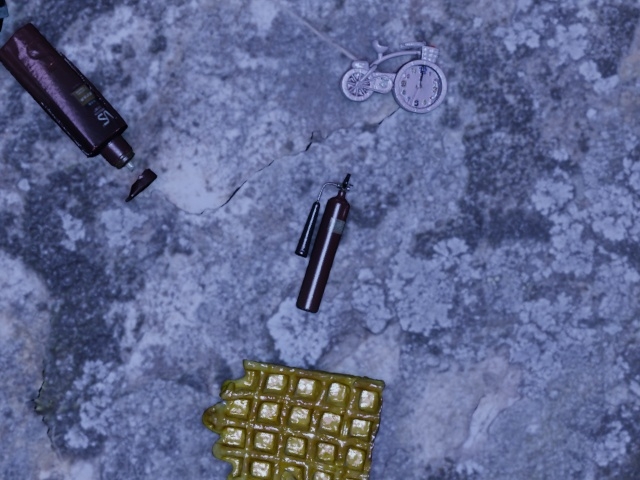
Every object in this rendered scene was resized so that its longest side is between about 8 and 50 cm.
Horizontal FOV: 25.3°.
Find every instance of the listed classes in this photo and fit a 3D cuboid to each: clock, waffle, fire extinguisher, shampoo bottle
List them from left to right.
[{"bbox_3d":[-0.285,-0.151,1.694,0.068,0.067,0.236,-44,92,-9],"label":"shampoo bottle"},{"bbox_3d":[-0.038,0.230,1.711,0.210,0.055,0.160,9,90,-2],"label":"waffle"},{"bbox_3d":[0.000,0.000,1.724,0.049,0.035,0.173,18,91,37],"label":"fire extinguisher"},{"bbox_3d":[0.088,-0.197,1.714,0.129,0.041,0.087,2,95,-6],"label":"clock"}]

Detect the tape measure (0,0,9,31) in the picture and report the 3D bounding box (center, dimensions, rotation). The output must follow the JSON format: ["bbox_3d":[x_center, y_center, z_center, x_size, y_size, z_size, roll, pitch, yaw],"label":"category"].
[{"bbox_3d":[-0.457,-0.255,1.649,0.200,0.106,0.175,-38,113,13],"label":"tape measure"}]
